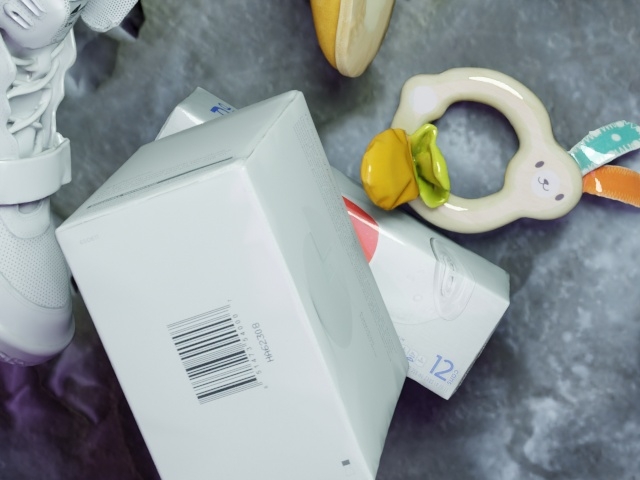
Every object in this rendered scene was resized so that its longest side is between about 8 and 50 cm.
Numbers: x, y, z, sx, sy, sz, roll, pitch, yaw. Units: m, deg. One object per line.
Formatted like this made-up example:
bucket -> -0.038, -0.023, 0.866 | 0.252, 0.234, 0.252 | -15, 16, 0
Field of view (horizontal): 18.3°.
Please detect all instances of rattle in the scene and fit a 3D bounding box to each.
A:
rattle -> 0.141, -0.056, 1.443 | 0.199, 0.143, 0.130 | 18, 86, 8

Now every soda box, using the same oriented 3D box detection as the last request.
soda box -> 0.000, 0.000, 1.489 | 0.286, 0.098, 0.091 | 31, 104, -1

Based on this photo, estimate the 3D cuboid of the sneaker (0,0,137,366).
sneaker -> -0.219, -0.096, 1.413 | 0.210, 0.137, 0.366 | -19, 97, 28

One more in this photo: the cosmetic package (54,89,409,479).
cosmetic package -> -0.050, 0.043, 1.338 | 0.138, 0.225, 0.224 | -19, 102, 15

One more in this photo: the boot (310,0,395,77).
boot -> -0.048, -0.270, 1.421 | 0.211, 0.104, 0.295 | 6, 98, 19
